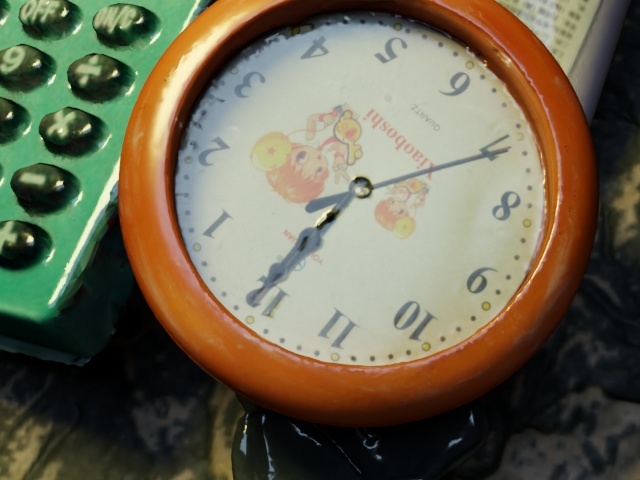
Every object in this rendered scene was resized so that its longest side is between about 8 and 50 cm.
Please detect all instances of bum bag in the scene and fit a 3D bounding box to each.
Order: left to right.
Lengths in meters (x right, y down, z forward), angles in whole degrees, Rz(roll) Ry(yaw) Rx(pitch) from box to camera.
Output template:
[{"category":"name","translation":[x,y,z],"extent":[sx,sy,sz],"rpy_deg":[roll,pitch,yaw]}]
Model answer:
[{"category":"bum bag","translation":[0.000,0.000,0.784],"extent":[0.123,0.060,0.248],"rpy_deg":[-17,74,15]}]

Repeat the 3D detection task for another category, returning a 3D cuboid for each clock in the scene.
[{"category":"clock","translation":[0.017,-0.022,0.725],"extent":[0.205,0.051,0.205],"rpy_deg":[0,77,-1]}]

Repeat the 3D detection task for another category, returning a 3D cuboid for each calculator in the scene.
[{"category":"calculator","translation":[-0.155,-0.080,0.828],"extent":[0.248,0.058,0.274],"rpy_deg":[11,67,36]}]

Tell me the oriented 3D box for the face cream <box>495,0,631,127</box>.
[{"category":"face cream","translation":[0.089,-0.109,0.837],"extent":[0.154,0.096,0.274],"rpy_deg":[25,83,18]}]
